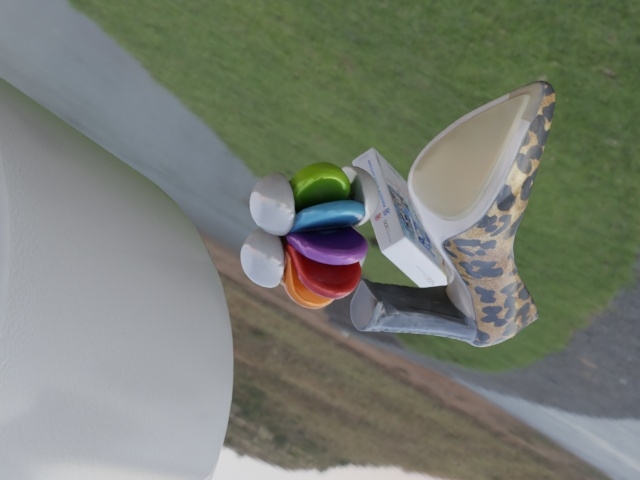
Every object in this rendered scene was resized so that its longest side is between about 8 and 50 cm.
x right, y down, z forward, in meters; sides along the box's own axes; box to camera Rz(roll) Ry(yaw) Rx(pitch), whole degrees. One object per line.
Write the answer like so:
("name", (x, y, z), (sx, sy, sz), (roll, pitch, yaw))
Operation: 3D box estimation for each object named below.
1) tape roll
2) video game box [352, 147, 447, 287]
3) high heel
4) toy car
("tape roll", (-0.178, 0.047, 0.407), (0.246, 0.246, 0.169), (27, 175, 25))
("video game box", (0.135, -0.012, 1.491), (0.205, 0.048, 0.187), (41, -158, -43))
("high heel", (0.156, -0.015, 0.822), (0.186, 0.261, 0.093), (6, -138, -32))
("toy car", (0.000, 0.000, 1.218), (0.159, 0.182, 0.136), (-6, -144, -27))
